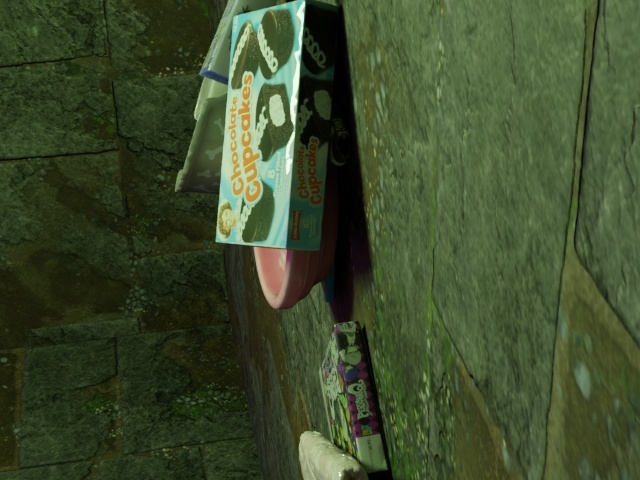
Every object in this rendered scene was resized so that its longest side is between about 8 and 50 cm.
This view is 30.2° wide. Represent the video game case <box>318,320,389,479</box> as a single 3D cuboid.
[{"bbox_3d":[0.043,0.248,1.672,0.232,0.042,0.210,105,156,-67],"label":"video game case"}]

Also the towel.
[{"bbox_3d":[0.048,0.421,1.570,0.332,0.053,0.316,167,88,-79],"label":"towel"}]

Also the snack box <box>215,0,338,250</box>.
[{"bbox_3d":[-0.061,-0.150,1.597,0.187,0.060,0.321,4,89,56],"label":"snack box"}]

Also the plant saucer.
[{"bbox_3d":[-0.040,-0.064,1.784,0.332,0.084,0.332,178,90,-77],"label":"plant saucer"}]

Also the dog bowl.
[{"bbox_3d":[-0.200,-0.253,2.394,0.349,0.102,0.348,-164,90,-80],"label":"dog bowl"}]

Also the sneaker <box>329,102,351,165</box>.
[{"bbox_3d":[0.027,-0.141,1.558,0.035,0.031,0.083,165,94,-68],"label":"sneaker"}]

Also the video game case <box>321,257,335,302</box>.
[{"bbox_3d":[0.000,0.000,1.872,0.166,0.015,0.119,-107,14,-50],"label":"video game case"}]

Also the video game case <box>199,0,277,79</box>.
[{"bbox_3d":[-0.113,-0.365,1.865,0.269,0.061,0.244,-141,74,-79],"label":"video game case"}]
